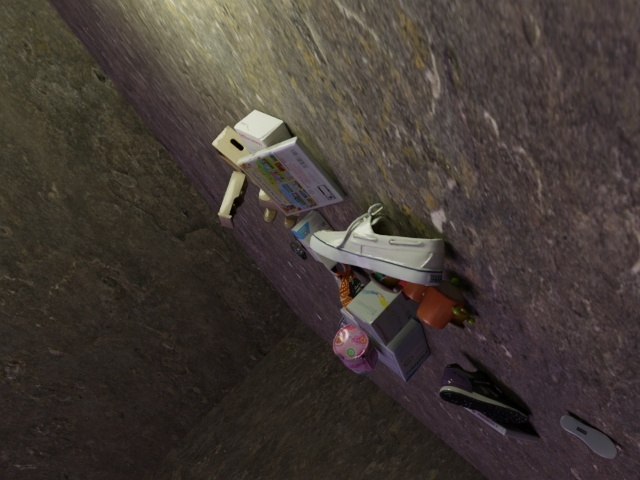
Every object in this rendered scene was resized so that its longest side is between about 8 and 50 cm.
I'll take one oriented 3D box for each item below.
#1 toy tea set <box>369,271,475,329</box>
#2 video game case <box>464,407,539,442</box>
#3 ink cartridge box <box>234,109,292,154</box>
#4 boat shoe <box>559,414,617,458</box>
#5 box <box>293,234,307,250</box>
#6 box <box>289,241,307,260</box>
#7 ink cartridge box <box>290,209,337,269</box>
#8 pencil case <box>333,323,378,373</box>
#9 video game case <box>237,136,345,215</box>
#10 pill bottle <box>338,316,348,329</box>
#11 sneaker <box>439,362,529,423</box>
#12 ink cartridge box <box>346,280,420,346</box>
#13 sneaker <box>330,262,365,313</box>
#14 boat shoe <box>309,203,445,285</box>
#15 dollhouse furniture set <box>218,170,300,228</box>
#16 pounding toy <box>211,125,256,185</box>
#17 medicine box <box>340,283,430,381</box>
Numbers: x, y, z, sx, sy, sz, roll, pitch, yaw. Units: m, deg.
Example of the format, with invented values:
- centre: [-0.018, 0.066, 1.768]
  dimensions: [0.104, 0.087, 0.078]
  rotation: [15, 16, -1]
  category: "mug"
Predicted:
- centre: [0.250, 0.095, 1.295]
  dimensions: [0.336, 0.124, 0.200]
  rotation: [36, -165, 26]
  category: "toy tea set"
- centre: [0.589, 0.594, 1.665]
  dimensions: [0.201, 0.023, 0.183]
  rotation: [24, -179, -34]
  category: "video game case"
- centre: [-0.130, -0.248, 1.413]
  dimensions: [0.148, 0.086, 0.203]
  rotation: [32, 160, 43]
  category: "ink cartridge box"
- centre: [0.665, 0.483, 1.253]
  dimensions: [0.040, 0.049, 0.142]
  rotation: [33, -179, -44]
  category: "boat shoe"
- centre: [-0.064, -0.012, 1.972]
  dimensions: [0.062, 0.052, 0.083]
  rotation: [39, 163, 30]
  category: "box"
- centre: [-0.101, 0.049, 2.325]
  dimensions: [0.083, 0.018, 0.067]
  rotation: [39, 165, 27]
  category: "box"
- centre: [0.000, 0.000, 1.701]
  dimensions: [0.181, 0.104, 0.062]
  rotation: [51, 166, -20]
  category: "ink cartridge box"
- centre: [0.122, 0.372, 1.698]
  dimensions: [0.124, 0.124, 0.284]
  rotation: [40, 170, 24]
  category: "pencil case"
- centre: [-0.077, -0.164, 1.358]
  dimensions: [0.207, 0.026, 0.227]
  rotation: [-13, 136, 36]
  category: "video game case"
- centre: [0.206, 0.415, 2.228]
  dimensions: [0.246, 0.130, 0.130]
  rotation: [41, 165, 22]
  category: "pill bottle"
- centre: [0.514, 0.464, 1.561]
  dimensions: [0.284, 0.124, 0.107]
  rotation: [23, 144, -2]
  category: "sneaker"
- centre: [0.195, 0.205, 1.558]
  dimensions: [0.127, 0.176, 0.128]
  rotation: [30, 159, 49]
  category: "ink cartridge box"
- centre: [0.102, 0.152, 1.814]
  dimensions: [0.121, 0.099, 0.262]
  rotation: [49, -162, -77]
  category: "sneaker"
- centre: [0.129, -0.011, 1.205]
  dimensions: [0.367, 0.156, 0.136]
  rotation: [16, -171, 42]
  category: "boat shoe"
- centre: [-0.189, -0.106, 1.657]
  dimensions: [0.242, 0.160, 0.212]
  rotation: [15, 163, 1]
  category: "dollhouse furniture set"
- centre: [-0.254, -0.277, 1.711]
  dimensions: [0.181, 0.094, 0.206]
  rotation: [40, 175, 0]
  category: "pounding toy"
- centre: [0.244, 0.344, 1.871]
  dimensions: [0.264, 0.149, 0.289]
  rotation: [36, 164, 35]
  category: "medicine box"
